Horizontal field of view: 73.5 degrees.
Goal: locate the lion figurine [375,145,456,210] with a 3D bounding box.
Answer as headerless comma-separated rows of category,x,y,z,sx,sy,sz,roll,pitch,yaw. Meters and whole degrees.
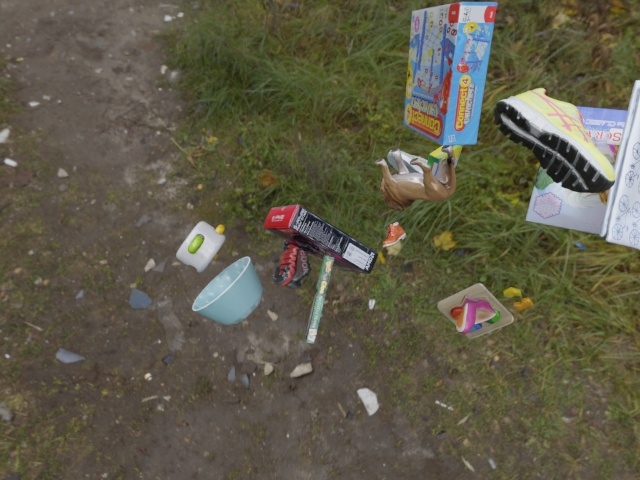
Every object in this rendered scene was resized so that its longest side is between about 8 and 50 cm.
lion figurine,0.334,-0.191,1.465,0.142,0.240,0.392,-37,26,-18

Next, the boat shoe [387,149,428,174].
boat shoe,0.464,-0.351,2.050,0.302,0.109,0.094,33,67,7

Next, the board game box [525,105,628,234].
board game box,0.736,-0.172,1.106,0.318,0.318,0.066,13,7,25

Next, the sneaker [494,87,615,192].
sneaker,0.367,-0.161,0.644,0.094,0.081,0.208,-30,66,-8

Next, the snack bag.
snack bag,0.722,-0.118,0.888,0.342,0.037,0.323,14,89,-25

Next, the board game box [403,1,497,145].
board game box,0.310,-0.424,1.091,0.086,0.302,0.308,-3,25,-7

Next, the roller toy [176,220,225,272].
roller toy,-0.496,0.030,1.808,0.146,0.191,0.209,35,36,-11

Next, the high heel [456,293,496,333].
high heel,0.494,0.246,1.340,0.117,0.082,0.244,27,17,13

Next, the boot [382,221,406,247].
boot,0.307,-0.023,1.855,0.158,0.059,0.085,-33,100,-45

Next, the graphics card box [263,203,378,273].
graphics card box,0.000,0.000,1.552,0.371,0.232,0.094,29,77,-26

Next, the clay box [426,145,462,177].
clay box,0.506,-0.326,1.739,0.053,0.127,0.222,36,51,28

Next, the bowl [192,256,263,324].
bowl,-0.361,0.230,1.791,0.163,0.311,0.311,49,54,-17

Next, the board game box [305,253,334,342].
board game box,-0.003,0.173,1.317,0.030,0.136,0.260,14,91,0

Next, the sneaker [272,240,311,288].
sneaker,-0.093,0.074,1.727,0.097,0.135,0.276,-10,53,44

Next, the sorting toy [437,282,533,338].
sorting toy,0.649,0.269,1.682,0.229,0.307,0.041,44,35,-16
